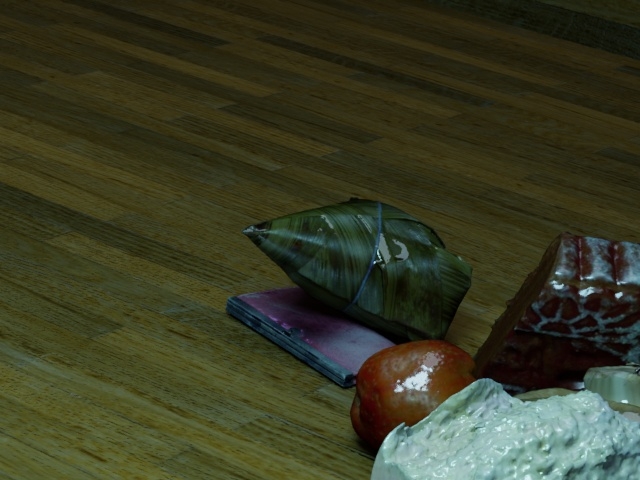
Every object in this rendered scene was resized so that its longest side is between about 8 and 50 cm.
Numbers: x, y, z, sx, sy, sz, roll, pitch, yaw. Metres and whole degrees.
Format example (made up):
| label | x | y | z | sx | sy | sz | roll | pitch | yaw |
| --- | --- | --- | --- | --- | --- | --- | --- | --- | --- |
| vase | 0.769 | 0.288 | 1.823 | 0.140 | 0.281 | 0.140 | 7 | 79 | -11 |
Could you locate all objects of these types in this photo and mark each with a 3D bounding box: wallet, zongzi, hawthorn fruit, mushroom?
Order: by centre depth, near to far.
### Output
| label | x | y | z | sx | sy | sz | roll | pitch | yaw |
| --- | --- | --- | --- | --- | --- | --- | --- | --- | --- |
| mushroom | 0.310 | 0.197 | 1.968 | 0.278 | 0.146 | 0.278 | 2 | 0 | 0 |
| hawthorn fruit | 0.099 | 0.166 | 2.004 | 0.138 | 0.132 | 0.133 | -10 | 22 | -7 |
| wallet | 0.003 | 0.110 | 2.276 | 0.119 | 0.025 | 0.232 | -7 | 25 | -38 |
| zongzi | 0.000 | 0.000 | 2.321 | 0.300 | 0.138 | 0.286 | 18 | 8 | -26 |

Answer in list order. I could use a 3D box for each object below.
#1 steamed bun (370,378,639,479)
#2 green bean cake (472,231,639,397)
| label | x | y | z | sx | sy | sz | roll | pitch | yaw |
| --- | --- | --- | --- | --- | --- | --- | --- | --- | --- |
| steamed bun | 0.157 | 0.212 | 1.776 | 0.225 | 0.170 | 0.200 | -12 | -13 | -43 |
| green bean cake | 0.260 | 0.101 | 2.095 | 0.199 | 0.232 | 0.097 | 9 | 40 | -4 |
